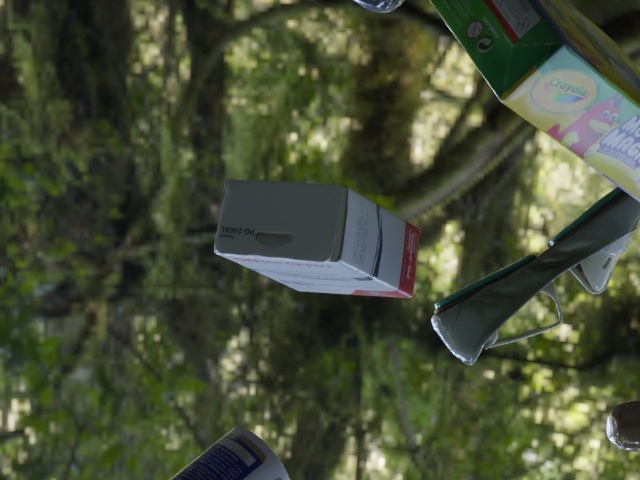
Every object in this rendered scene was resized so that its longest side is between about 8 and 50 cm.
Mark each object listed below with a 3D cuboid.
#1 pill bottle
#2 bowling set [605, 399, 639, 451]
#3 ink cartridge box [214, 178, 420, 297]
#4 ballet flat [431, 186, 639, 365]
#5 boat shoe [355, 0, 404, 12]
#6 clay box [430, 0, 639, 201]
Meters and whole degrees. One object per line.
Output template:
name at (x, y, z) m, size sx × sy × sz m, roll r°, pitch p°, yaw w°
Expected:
pill bottle at (-0.135, 0.319, 1.799) m, size 0.187 × 0.112 × 0.112 m, roll -36°, pitch -136°, yaw -27°
bowling set at (0.417, 0.303, 1.598) m, size 0.154 × 0.287 × 0.200 m, roll -3°, pitch 177°, yaw -15°
ink cartridge box at (0.000, 0.000, 1.196) m, size 0.109 × 0.063 × 0.150 m, roll 4°, pitch 169°, yaw 26°
ballet flat at (0.189, 0.027, 1.205) m, size 0.213 × 0.068 × 0.072 m, roll -33°, pitch 175°, yaw 4°
boat shoe at (-0.018, -0.283, 0.981) m, size 0.113 × 0.105 × 0.306 m, roll -27°, pitch -107°, yaw -29°
clay box at (0.156, -0.099, 0.923) m, size 0.222 × 0.053 × 0.127 m, roll 25°, pitch -151°, yaw -47°
